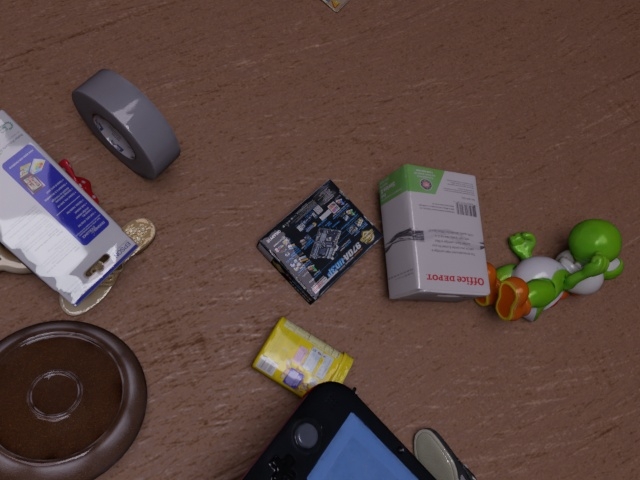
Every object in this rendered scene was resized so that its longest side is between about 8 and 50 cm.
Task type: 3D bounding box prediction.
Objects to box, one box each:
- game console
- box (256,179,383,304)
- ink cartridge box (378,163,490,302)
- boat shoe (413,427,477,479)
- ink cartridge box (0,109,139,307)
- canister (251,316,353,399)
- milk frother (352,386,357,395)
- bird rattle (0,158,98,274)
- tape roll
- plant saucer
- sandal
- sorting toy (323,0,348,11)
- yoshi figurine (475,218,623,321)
[{"bbox_3d":[0.047,0.462,0.933,0.386,0.060,0.342,47,48,-3],"label":"game console"},{"bbox_3d":[0.000,0.000,1.251,0.175,0.051,0.220,46,69,2],"label":"box"},{"bbox_3d":[0.245,-0.008,1.256,0.198,0.114,0.273,6,72,-28],"label":"ink cartridge box"},{"bbox_3d":[0.270,0.484,1.173,0.079,0.084,0.233,-13,65,-56],"label":"boat shoe"},{"bbox_3d":[-0.505,-0.051,1.034,0.333,0.065,0.165,50,65,-17],"label":"ink cartridge box"},{"bbox_3d":[-0.037,0.245,1.159,0.169,0.073,0.126,32,69,-1],"label":"canister"},{"bbox_3d":[0.088,0.377,1.123,0.134,0.129,0.143,35,67,-9],"label":"milk frother"},{"bbox_3d":[-0.559,-0.039,1.116,0.253,0.143,0.207,-7,87,-29],"label":"bird rattle"},{"bbox_3d":[-0.379,-0.224,1.136,0.219,0.219,0.072,41,69,1],"label":"tape roll"},{"bbox_3d":[-0.463,0.274,1.014,0.310,0.050,0.311,10,55,-14],"label":"plant saucer"},{"bbox_3d":[-0.418,0.038,1.123,0.088,0.079,0.240,41,69,0],"label":"sandal"},{"bbox_3d":[0.043,-0.621,1.465,0.062,0.012,0.083,39,69,0],"label":"sorting toy"},{"bbox_3d":[0.528,0.046,1.294,0.362,0.203,0.204,-13,71,-20],"label":"yoshi figurine"}]
